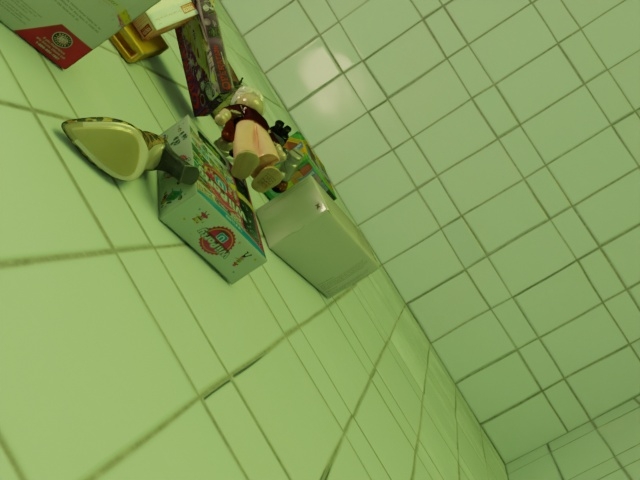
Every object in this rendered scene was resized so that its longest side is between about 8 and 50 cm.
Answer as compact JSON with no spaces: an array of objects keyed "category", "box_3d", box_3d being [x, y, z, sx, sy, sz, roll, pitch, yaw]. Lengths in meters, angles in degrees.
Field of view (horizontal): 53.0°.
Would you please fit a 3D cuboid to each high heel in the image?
[{"category":"high heel","box_3d":[-0.359,-0.172,1.126,0.186,0.093,0.261,32,8,41]}]

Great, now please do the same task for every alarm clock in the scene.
[{"category":"alarm clock","box_3d":[-0.277,-0.406,1.971,0.064,0.129,0.192,-112,-166,-54]}]

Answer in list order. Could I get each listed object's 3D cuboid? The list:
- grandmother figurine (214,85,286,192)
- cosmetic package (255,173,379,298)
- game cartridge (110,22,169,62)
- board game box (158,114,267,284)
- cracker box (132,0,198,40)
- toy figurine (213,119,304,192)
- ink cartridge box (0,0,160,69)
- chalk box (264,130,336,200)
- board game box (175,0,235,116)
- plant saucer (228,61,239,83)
[{"category":"grandmother figurine","box_3d":[-0.159,-0.257,1.533,0.208,0.104,0.342,43,23,-39]},{"category":"cosmetic package","box_3d":[0.000,0.000,1.852,0.365,0.197,0.155,47,15,-50]},{"category":"game cartridge","box_3d":[-0.511,-0.583,1.604,0.285,0.053,0.323,55,8,-17]},{"category":"board game box","box_3d":[-0.230,-0.088,1.327,0.224,0.097,0.303,48,15,-39]},{"category":"cracker box","box_3d":[-0.422,-0.617,1.548,0.156,0.067,0.232,-44,108,-44]},{"category":"toy figurine","box_3d":[-0.168,-0.230,1.728,0.209,0.148,0.213,8,40,-37]},{"category":"ink cartridge box","box_3d":[-0.397,-0.463,1.058,0.226,0.306,0.131,43,18,-55]},{"category":"chalk box","box_3d":[-0.076,-0.186,2.072,0.179,0.180,0.289,51,11,-32]},{"category":"board game box","box_3d":[-0.319,-0.523,1.692,0.208,0.056,0.347,-17,-94,64]},{"category":"plant saucer","box_3d":[-0.395,-0.658,2.327,0.310,0.050,0.310,55,10,-15]}]
